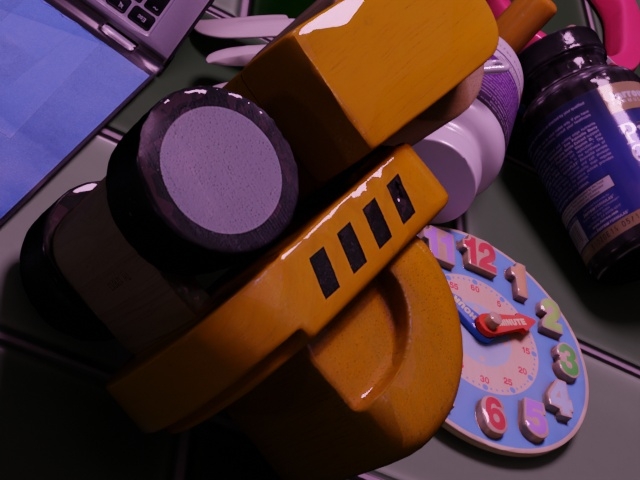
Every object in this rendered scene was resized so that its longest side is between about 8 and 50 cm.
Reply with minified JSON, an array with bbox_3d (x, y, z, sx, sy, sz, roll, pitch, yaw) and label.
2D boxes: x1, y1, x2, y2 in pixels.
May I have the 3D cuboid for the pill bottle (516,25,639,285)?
[{"bbox_3d":[0.255,-0.079,1.161,0.122,0.123,0.219,-3,61,-42],"label":"pill bottle"}]

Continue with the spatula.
[{"bbox_3d":[0.022,-0.152,1.046,0.242,0.019,0.168,-4,29,-11],"label":"spatula"}]

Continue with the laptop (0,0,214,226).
[{"bbox_3d":[-0.243,-0.283,0.898,0.382,0.408,0.236,36,2,-3],"label":"laptop"}]

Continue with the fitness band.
[{"bbox_3d":[0.277,-0.275,1.481,0.209,0.054,0.291,33,37,-12],"label":"fitness band"}]

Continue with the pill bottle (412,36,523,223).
[{"bbox_3d":[0.108,-0.098,1.090,0.108,0.108,0.193,33,36,-6],"label":"pill bottle"}]

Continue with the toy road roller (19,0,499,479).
[{"bbox_3d":[0.000,0.000,0.796,0.241,0.202,0.329,52,54,-6],"label":"toy road roller"}]

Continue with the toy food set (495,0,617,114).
[{"bbox_3d":[0.261,-0.145,1.311,0.232,0.104,0.111,33,18,-38],"label":"toy food set"}]

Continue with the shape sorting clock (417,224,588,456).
[{"bbox_3d":[0.122,0.071,0.977,0.206,0.040,0.206,23,38,-19],"label":"shape sorting clock"}]
